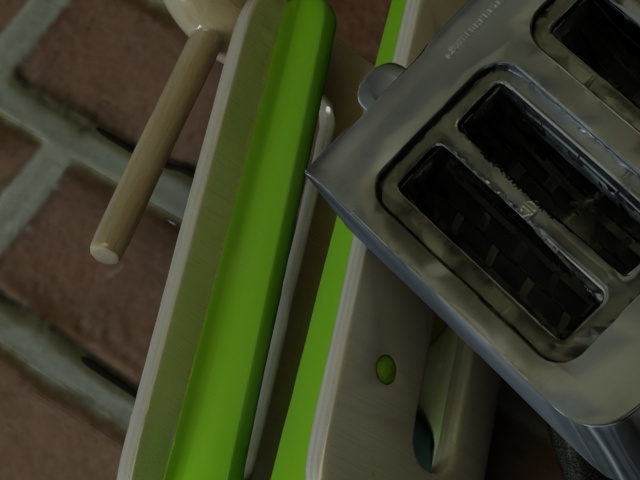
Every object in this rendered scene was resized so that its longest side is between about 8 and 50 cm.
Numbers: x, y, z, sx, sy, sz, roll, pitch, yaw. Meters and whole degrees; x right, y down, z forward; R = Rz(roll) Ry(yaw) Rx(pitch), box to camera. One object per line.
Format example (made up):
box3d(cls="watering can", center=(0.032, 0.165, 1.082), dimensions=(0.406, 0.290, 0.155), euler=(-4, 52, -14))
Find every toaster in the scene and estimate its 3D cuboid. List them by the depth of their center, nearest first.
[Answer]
box3d(cls="toaster", center=(0.109, -0.019, 0.632), dimensions=(0.168, 0.110, 0.186), euler=(-45, 66, 1))

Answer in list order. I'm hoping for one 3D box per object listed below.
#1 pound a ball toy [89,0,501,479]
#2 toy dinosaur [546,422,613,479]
box3d(cls="pound a ball toy", center=(0.000, 0.000, 0.836), dimensions=(0.208, 0.135, 0.319), euler=(-12, 55, 42))
box3d(cls="toy dinosaur", center=(0.145, 0.005, 0.746), dimensions=(0.313, 0.160, 0.121), euler=(-43, 57, -9))
